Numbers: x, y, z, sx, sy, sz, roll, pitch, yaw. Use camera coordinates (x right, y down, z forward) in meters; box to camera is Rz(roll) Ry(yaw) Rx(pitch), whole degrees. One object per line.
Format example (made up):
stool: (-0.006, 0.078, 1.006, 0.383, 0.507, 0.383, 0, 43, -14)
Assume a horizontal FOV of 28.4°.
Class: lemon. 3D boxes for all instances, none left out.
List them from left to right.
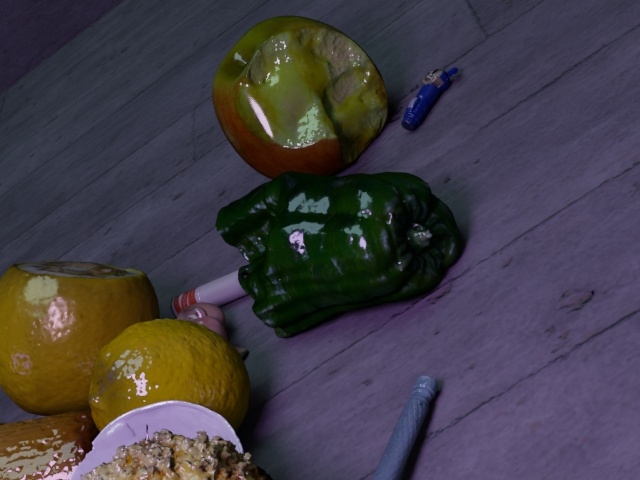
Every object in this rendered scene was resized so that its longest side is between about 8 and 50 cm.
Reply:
lemon: (-0.344, 0.142, 1.753, 0.240, 0.240, 0.219, 12, 97, 57)
lemon: (-0.180, 0.179, 1.503, 0.180, 0.193, 0.181, -176, 90, -78)

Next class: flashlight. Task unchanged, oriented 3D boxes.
flashlight: (0.152, -0.210, 1.827, 0.057, 0.035, 0.121, 0, 48, 51)

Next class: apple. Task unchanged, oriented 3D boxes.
apple: (-0.037, -0.212, 1.868, 0.246, 0.226, 0.246, -32, 30, 21)

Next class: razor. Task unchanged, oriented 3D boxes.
razor: (0.075, 0.227, 1.278, 0.106, 0.068, 0.232, -15, 31, 39)

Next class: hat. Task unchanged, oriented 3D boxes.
hat: (-0.160, 0.286, 1.378, 0.203, 0.126, 0.203, -11, 49, 13)

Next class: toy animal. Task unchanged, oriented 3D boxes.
toy animal: (-0.156, 0.130, 1.691, 0.083, 0.089, 0.150, -53, 25, 24)

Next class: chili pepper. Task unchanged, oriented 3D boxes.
chili pepper: (-0.008, -0.003, 1.590, 0.385, 0.167, 0.213, -7, 41, 49)

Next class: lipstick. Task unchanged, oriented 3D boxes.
lipstick: (-0.153, 0.077, 1.794, 0.130, 0.038, 0.038, -23, 32, 31)

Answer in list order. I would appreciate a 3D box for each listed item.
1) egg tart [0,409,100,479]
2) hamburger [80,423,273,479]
egg tart: (-0.308, 0.294, 1.522, 0.147, 0.203, 0.203, -23, 31, 14)
hamburger: (-0.135, 0.293, 1.190, 0.261, 0.139, 0.243, 21, 59, 29)
